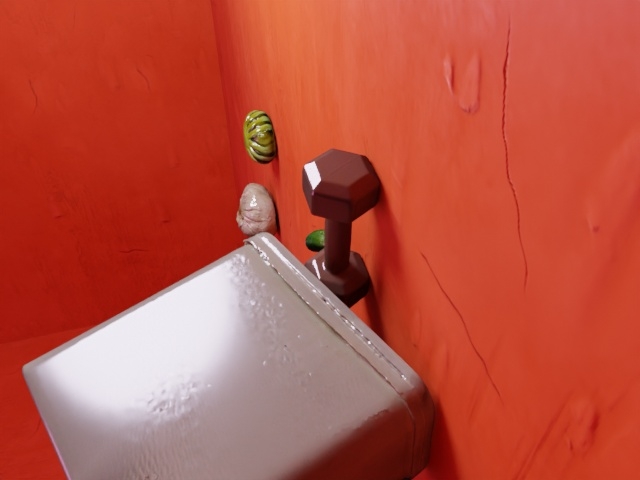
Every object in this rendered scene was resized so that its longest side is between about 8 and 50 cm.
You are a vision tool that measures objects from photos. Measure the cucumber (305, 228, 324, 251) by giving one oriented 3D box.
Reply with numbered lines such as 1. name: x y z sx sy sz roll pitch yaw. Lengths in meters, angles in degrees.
1. cucumber: 0.000 0.000 1.012 0.168 0.039 0.039 176 83 -76

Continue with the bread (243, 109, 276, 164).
1. bread: -0.148 -0.245 1.466 0.139 0.071 0.129 -111 19 -44

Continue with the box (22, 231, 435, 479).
1. box: -0.112 0.202 0.713 0.352 0.344 0.177 42 151 38

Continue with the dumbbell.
1. dumbbell: 0.022 -0.005 0.762 0.082 0.092 0.230 39 147 29

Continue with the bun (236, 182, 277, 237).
1. bun: -0.183 -0.079 1.704 0.188 0.111 0.163 -136 40 -78
